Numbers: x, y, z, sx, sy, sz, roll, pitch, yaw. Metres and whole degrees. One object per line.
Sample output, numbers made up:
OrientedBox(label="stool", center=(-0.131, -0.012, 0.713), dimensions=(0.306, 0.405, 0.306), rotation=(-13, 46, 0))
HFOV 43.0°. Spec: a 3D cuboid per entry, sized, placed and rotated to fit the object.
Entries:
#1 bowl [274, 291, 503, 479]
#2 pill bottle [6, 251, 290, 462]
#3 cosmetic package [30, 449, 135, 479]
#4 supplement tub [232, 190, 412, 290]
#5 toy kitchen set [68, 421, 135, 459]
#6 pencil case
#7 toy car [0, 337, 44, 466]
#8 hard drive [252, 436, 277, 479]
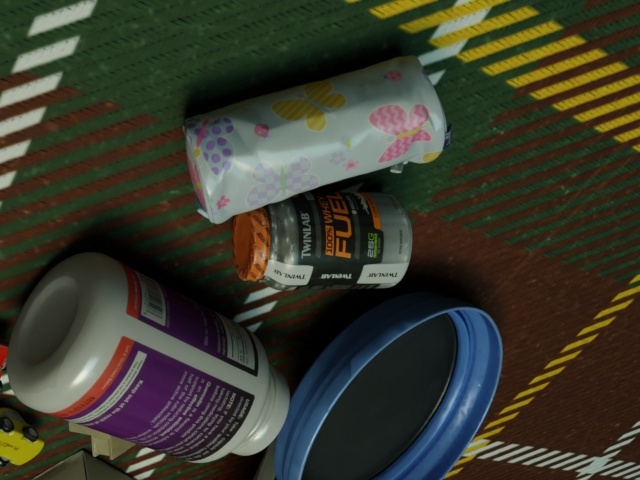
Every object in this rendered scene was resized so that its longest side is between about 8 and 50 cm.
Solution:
OrientedBox(label="bowl", center=(0.100, 0.246, 1.153), dimensions=(0.391, 0.077, 0.391), rotation=(-24, 132, -31))
OrientedBox(label="pill bottle", center=(-0.188, 0.154, 0.965), dimensions=(0.181, 0.181, 0.323), rotation=(-41, 132, 16))
OrientedBox(label="cosmetic package", center=(-0.319, 0.456, 1.239), dimensions=(0.160, 0.113, 0.309), rotation=(-31, 134, 6))
OrientedBox(label="supplement tub", center=(0.000, 0.000, 0.946), dimensions=(0.190, 0.117, 0.117), rotation=(-1, 131, -23))
OrientedBox(label="toy kitchen set", center=(-0.295, 0.244, 1.117), dimensions=(0.068, 0.075, 0.083), rotation=(3, 101, 23))
OrientedBox(label="pencil case", center=(-0.007, -0.105, 0.851), dimensions=(0.273, 0.113, 0.124), rotation=(-16, 149, -8))
OrientedBox(label="toy car", center=(-0.468, 0.215, 0.982), dimensions=(0.225, 0.053, 0.239), rotation=(-17, 135, -20))
OrientedBox(label="hard drive", center=(-0.118, 0.465, 1.255), dimensions=(0.047, 0.233, 0.353), rotation=(23, 124, 0))
